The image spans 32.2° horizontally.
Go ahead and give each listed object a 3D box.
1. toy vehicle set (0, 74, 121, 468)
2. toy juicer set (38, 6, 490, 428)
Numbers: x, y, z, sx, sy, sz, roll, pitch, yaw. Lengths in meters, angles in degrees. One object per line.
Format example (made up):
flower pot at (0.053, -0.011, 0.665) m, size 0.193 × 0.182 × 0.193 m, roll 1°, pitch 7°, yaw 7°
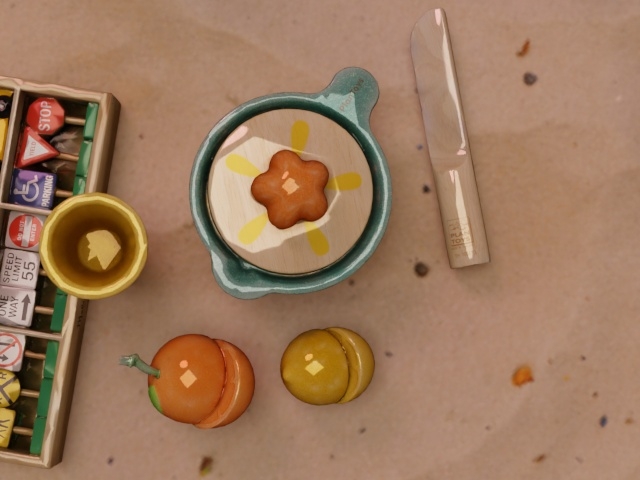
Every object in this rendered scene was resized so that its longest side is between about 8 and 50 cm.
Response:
toy vehicle set at (-0.246, 0.015, 0.786) m, size 0.166 × 0.035 × 0.266 m, roll 8°, pitch 86°, yaw 2°
toy juicer set at (0.000, 0.000, 0.740) m, size 0.329 × 0.089 × 0.209 m, roll -30°, pitch 90°, yaw -8°
